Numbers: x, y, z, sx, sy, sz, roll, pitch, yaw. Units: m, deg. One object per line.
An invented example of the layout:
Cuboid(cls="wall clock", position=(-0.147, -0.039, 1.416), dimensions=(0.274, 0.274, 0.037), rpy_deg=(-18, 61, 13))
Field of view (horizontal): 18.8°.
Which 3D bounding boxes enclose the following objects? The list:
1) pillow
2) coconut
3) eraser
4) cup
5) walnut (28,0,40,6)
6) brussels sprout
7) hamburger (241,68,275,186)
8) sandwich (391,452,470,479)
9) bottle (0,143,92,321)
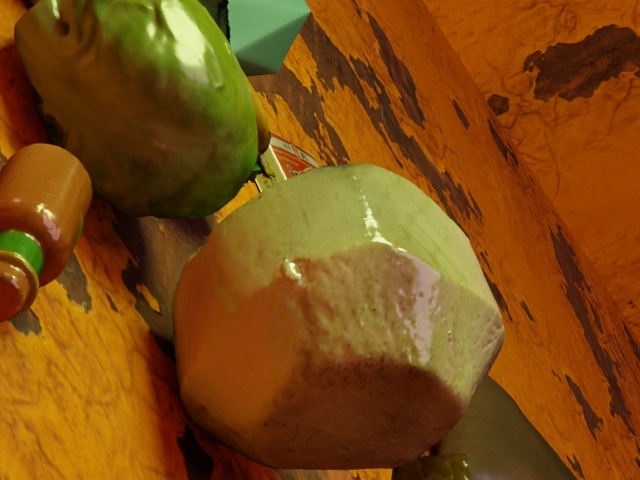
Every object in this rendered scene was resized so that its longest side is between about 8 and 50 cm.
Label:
Cuboid(cls="pillow", position=(0.218, 0.287, 2.082), dimensions=(0.308, 0.108, 0.305), rpy_deg=(51, 15, -18))
Cuboid(cls="coconut", position=(0.007, 0.059, 1.489), dimensions=(0.259, 0.259, 0.259), rpy_deg=(55, 15, -22))
Cuboid(cls="eraser", position=(0.000, 0.000, 2.032), dimensions=(0.230, 0.038, 0.157), rpy_deg=(64, 14, 17))
Cuboid(cls="cup", position=(-0.103, -0.217, 1.902), dimensions=(0.235, 0.148, 0.134), rpy_deg=(-47, 134, -75))
Cuboid(cls="walnut", position=(-0.179, -0.296, 1.666), dimensions=(0.269, 0.222, 0.244), rpy_deg=(51, 47, -61))
Cuboid(cls="brussels sprout", position=(-0.134, -0.118, 1.518), dimensions=(0.223, 0.161, 0.223), rpy_deg=(49, 23, -30))
Cuboid(cls="hamburger", position=(-0.110, -0.118, 1.701), dimensions=(0.164, 0.093, 0.189), rpy_deg=(56, -9, 30))
Cuboid(cls="sandwich", position=(0.083, 0.288, 1.479), dimensions=(0.186, 0.065, 0.214), rpy_deg=(-93, -176, -57))
Cuboid(cls="bottle", position=(-0.196, -0.001, 1.273), dimensions=(0.069, 0.069, 0.187), rpy_deg=(57, 16, -18))
